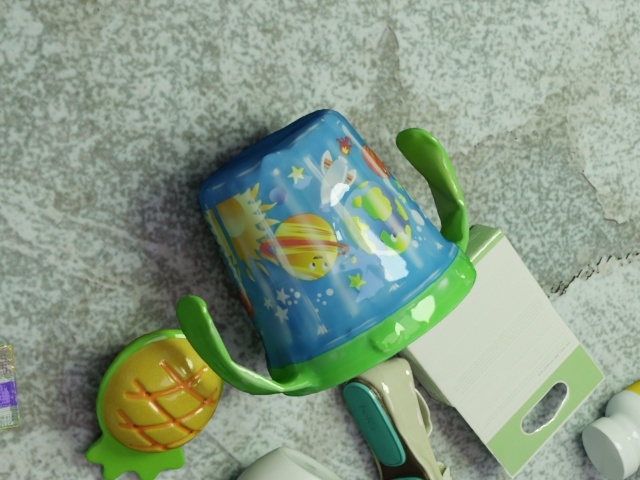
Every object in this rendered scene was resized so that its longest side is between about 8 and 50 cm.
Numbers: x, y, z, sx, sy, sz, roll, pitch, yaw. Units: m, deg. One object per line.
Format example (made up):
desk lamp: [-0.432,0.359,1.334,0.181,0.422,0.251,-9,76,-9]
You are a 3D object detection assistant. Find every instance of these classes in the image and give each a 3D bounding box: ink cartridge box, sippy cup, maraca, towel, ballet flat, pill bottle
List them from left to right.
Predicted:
towel: [-0.322,0.145,1.484,0.060,0.009,0.083,-7,99,-26]
maraca: [-0.164,0.166,1.521,0.127,0.099,0.186,11,117,-25]
sippy cup: [0.000,0.000,1.521,0.240,0.305,0.224,-29,100,23]
ballet flat: [0.102,0.240,1.673,0.086,0.086,0.248,-25,105,-22]
ink cartridge box: [0.193,0.124,1.713,0.171,0.056,0.235,-44,115,-15]
pill bottle: [0.401,0.207,1.799,0.184,0.103,0.103,-27,107,-22]

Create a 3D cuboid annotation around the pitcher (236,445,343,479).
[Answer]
pitcher: [-0.081,0.307,1.572,0.178,0.125,0.207,31,93,-11]
